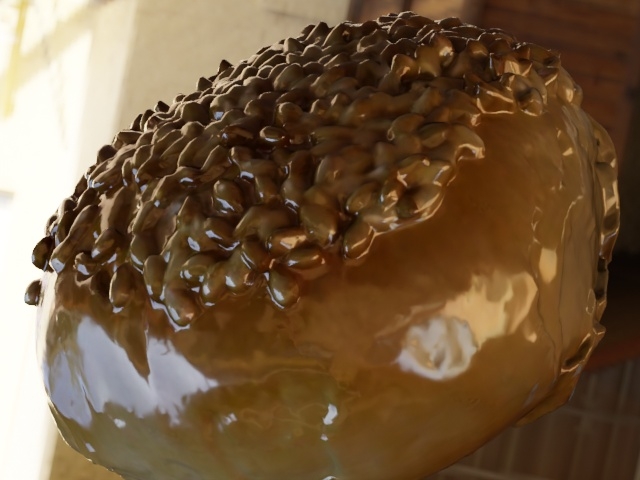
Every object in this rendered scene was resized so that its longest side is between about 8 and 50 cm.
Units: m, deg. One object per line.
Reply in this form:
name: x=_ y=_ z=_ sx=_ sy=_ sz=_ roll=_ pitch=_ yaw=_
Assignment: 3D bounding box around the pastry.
pastry: x=0.000 y=0.000 z=1.087 sx=0.410 sy=0.245 sz=0.409 roll=-22 pitch=-162 yaw=7
